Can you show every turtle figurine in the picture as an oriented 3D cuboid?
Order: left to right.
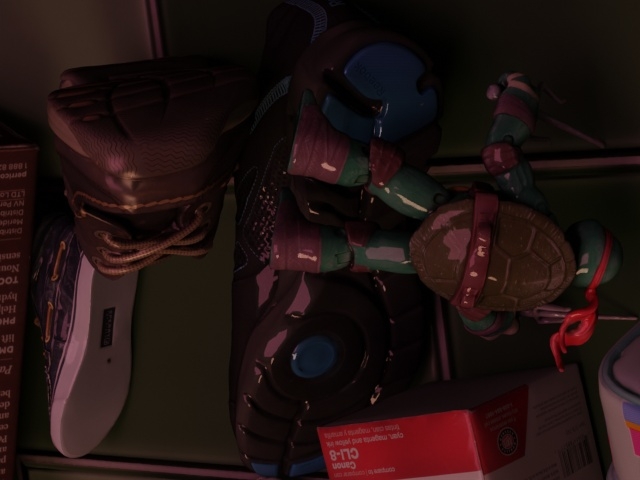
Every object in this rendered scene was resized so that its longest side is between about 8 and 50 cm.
[{"bbox_3d":[0.092,-0.012,1.096,0.234,0.118,0.175,11,110,-3],"label":"turtle figurine"}]

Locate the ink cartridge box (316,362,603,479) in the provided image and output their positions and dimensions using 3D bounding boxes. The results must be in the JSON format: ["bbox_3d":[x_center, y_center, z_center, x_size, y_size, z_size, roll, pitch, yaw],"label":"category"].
[{"bbox_3d":[0.100,0.182,1.174,0.127,0.128,0.176,-12,92,40],"label":"ink cartridge box"}]

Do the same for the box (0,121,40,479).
[{"bbox_3d":[-0.329,0.080,1.458,0.191,0.143,0.381,33,120,50],"label":"box"}]

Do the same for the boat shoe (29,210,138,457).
[{"bbox_3d":[-0.191,0.070,1.429,0.083,0.065,0.183,25,111,39],"label":"boat shoe"}]

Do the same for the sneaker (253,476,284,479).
[{"bbox_3d":[-0.094,0.258,1.364,0.236,0.104,0.095,-40,74,36],"label":"sneaker"}]

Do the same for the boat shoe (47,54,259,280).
[{"bbox_3d":[-0.102,-0.045,1.193,0.132,0.355,0.130,-7,100,-4],"label":"boat shoe"}]

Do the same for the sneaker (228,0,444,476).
[{"bbox_3d":[0.000,0.000,1.243,0.139,0.125,0.341,-130,45,-53],"label":"sneaker"}]

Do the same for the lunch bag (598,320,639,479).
[{"bbox_3d":[0.283,0.063,0.908,0.224,0.279,0.108,21,133,45],"label":"lunch bag"}]
